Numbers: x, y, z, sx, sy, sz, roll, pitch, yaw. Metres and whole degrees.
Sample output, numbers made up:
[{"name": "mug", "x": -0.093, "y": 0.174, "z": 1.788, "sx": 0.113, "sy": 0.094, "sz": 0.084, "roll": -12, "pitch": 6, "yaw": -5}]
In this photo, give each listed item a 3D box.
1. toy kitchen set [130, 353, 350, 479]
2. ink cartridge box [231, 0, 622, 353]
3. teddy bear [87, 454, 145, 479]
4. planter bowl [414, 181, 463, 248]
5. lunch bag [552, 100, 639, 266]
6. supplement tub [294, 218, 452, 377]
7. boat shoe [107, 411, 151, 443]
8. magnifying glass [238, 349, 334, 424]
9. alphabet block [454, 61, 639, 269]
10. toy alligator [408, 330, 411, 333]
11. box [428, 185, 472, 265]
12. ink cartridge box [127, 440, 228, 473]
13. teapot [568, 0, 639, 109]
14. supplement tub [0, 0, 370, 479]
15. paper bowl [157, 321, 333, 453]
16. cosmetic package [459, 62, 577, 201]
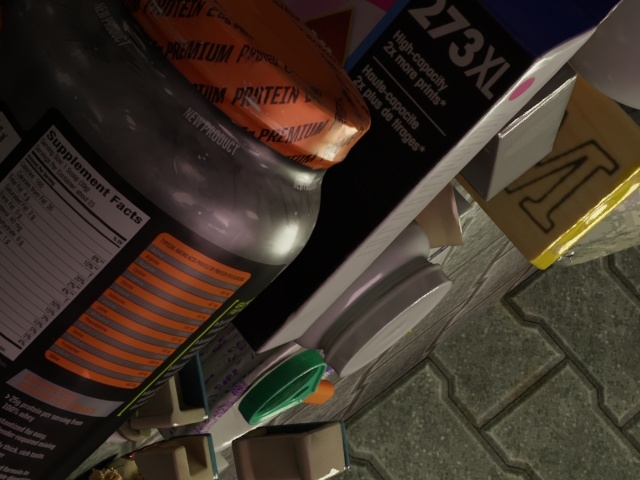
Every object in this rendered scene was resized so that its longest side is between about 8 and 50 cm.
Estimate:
[{"name": "toy kitchen set", "x": -0.067, "y": 0.097, "z": 1.013, "sx": 0.166, "sy": 0.207, "sz": 0.122, "roll": -9, "pitch": -179, "yaw": 24}, {"name": "ink cartridge box", "x": 0.026, "y": -0.108, "z": 0.779, "sx": 0.371, "sy": 0.176, "sz": 0.069, "roll": -47, "pitch": 165, "yaw": 26}, {"name": "teddy bear", "x": -0.335, "y": 0.373, "z": 1.584, "sx": 0.338, "sy": 0.113, "sz": 0.245, "roll": -26, "pitch": 155, "yaw": -24}, {"name": "planter bowl", "x": 0.063, "y": -0.062, "z": 1.141, "sx": 0.109, "sy": 0.162, "sz": 0.162, "roll": -14, "pitch": 168, "yaw": 5}, {"name": "lunch bag", "x": 0.389, "y": -0.108, "z": 1.630, "sx": 0.305, "sy": 0.212, "sz": 0.256, "roll": -18, "pitch": 161, "yaw": 12}, {"name": "supplement tub", "x": 0.000, "y": 0.000, "z": 1.013, "sx": 0.144, "sy": 0.199, "sz": 0.144, "roll": -38, "pitch": 167, "yaw": -10}, {"name": "boat shoe", "x": -0.223, "y": 0.112, "z": 0.991, "sx": 0.103, "sy": 0.113, "sz": 0.302, "roll": -18, "pitch": 158, "yaw": 4}, {"name": "magnifying glass", "x": -0.021, "y": 0.146, "z": 1.183, "sx": 0.092, "sy": 0.026, "sz": 0.231, "roll": -40, "pitch": 167, "yaw": 3}, {"name": "alphabet block", "x": 0.263, "y": -0.102, "z": 1.425, "sx": 0.193, "sy": 0.197, "sz": 0.192, "roll": -42, "pitch": 167, "yaw": 10}, {"name": "toy alligator", "x": 0.109, "y": 0.096, "z": 1.746, "sx": 0.051, "sy": 0.056, "sz": 0.189, "roll": 1, "pitch": 164, "yaw": 2}, {"name": "box", "x": 0.094, "y": 0.055, "z": 1.799, "sx": 0.232, "sy": 0.058, "sz": 0.322, "roll": -36, "pitch": 165, "yaw": -17}, {"name": "ink cartridge box", "x": -0.251, "y": 0.368, "z": 1.813, "sx": 0.134, "sy": 0.078, "sz": 0.231, "roll": -44, "pitch": 166, "yaw": 16}, {"name": "teapot", "x": 0.265, "y": -0.236, "z": 1.038, "sx": 0.256, "sy": 0.187, "sz": 0.252, "roll": 98, "pitch": 8, "yaw": -45}, {"name": "supplement tub", "x": -0.136, "y": -0.005, "z": 0.630, "sx": 0.316, "sy": 0.193, "sz": 0.193, "roll": -43, "pitch": 167, "yaw": 15}, {"name": "paper bowl", "x": -0.067, "y": 0.084, "z": 1.225, "sx": 0.284, "sy": 0.148, "sz": 0.284, "roll": -38, "pitch": 168, "yaw": -10}, {"name": "cosmetic package", "x": 0.167, "y": -0.138, "z": 1.194, "sx": 0.107, "sy": 0.127, "sz": 0.238, "roll": -38, "pitch": 165, "yaw": -7}]
